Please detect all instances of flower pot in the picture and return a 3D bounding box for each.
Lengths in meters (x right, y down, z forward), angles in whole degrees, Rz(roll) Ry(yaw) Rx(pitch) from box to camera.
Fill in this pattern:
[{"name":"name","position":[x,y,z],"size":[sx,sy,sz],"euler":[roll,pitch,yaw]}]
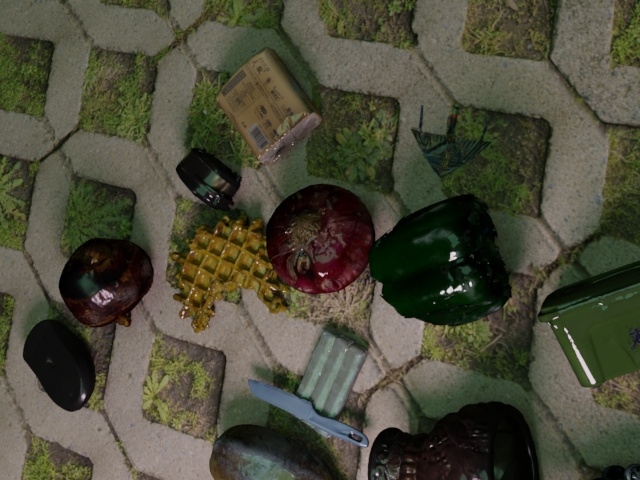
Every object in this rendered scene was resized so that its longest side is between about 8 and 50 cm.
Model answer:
[{"name":"flower pot","position":[0.248,0.448,1.620],"size":[0.267,0.267,0.266],"euler":[-13,77,32]}]

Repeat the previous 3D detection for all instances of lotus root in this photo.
[{"name":"lotus root","position":[-0.082,0.492,1.792],"size":[0.322,0.140,0.158],"euler":[17,53,19]}]

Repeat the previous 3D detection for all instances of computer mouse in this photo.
[{"name":"computer mouse","position":[-0.625,0.308,2.084],"size":[0.270,0.086,0.137],"euler":[43,105,31]}]

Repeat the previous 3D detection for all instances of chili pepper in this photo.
[{"name":"chili pepper","position":[0.238,0.041,1.691],"size":[0.257,0.233,0.248],"euler":[-22,71,25]}]

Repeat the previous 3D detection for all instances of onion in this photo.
[{"name":"onion","position":[0.000,0.000,1.816],"size":[0.246,0.190,0.246],"euler":[-9,60,15]}]

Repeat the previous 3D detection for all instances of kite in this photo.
[{"name":"kite","position":[0.274,-0.211,1.826],"size":[0.183,0.010,0.160],"euler":[12,87,24]}]

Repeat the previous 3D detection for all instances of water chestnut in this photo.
[{"name":"water chestnut","position":[-0.503,0.105,2.016],"size":[0.224,0.238,0.223],"euler":[-23,33,16]}]

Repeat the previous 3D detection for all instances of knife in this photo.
[{"name":"knife","position":[-0.031,0.367,1.825],"size":[0.313,0.019,0.044],"euler":[20,83,24]}]

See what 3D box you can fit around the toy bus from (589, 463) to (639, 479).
[{"name":"toy bus","position":[0.520,0.485,1.511],"size":[0.262,0.128,0.150],"euler":[-14,77,-9]}]

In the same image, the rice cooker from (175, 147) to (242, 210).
[{"name":"rice cooker","position":[-0.261,-0.145,1.984],"size":[0.165,0.112,0.106],"euler":[33,90,23]}]

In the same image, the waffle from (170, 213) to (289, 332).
[{"name":"waffle","position":[-0.218,0.068,1.961],"size":[0.293,0.069,0.259],"euler":[-18,77,18]}]

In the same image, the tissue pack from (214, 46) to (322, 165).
[{"name":"tissue pack","position":[-0.124,-0.311,1.964],"size":[0.186,0.090,0.222],"euler":[-40,68,15]}]

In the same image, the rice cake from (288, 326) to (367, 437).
[{"name":"rice cake","position":[0.018,0.305,1.842],"size":[0.124,0.038,0.211],"euler":[30,95,23]}]

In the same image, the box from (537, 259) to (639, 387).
[{"name":"box","position":[0.577,0.134,1.534],"size":[0.329,0.253,0.177],"euler":[-21,88,19]}]
